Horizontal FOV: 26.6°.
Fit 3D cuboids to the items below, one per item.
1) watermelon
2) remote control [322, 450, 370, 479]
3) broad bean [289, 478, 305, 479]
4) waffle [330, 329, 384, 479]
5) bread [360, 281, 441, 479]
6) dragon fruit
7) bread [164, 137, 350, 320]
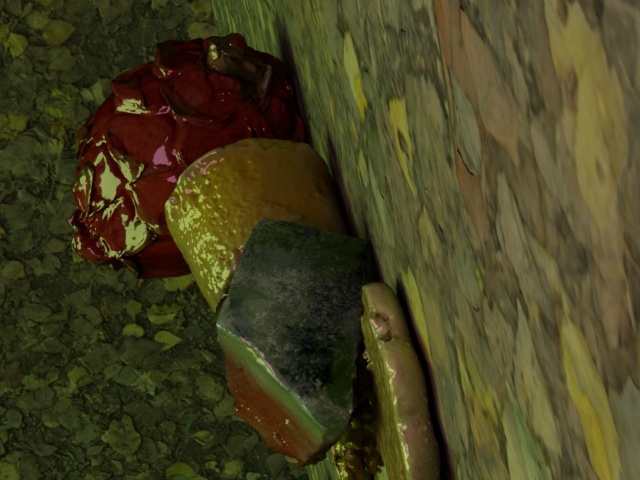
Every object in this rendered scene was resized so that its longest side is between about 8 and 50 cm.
[{"bbox_3d":[-0.026,0.127,1.339,0.256,0.140,0.192,94,-171,-60],"label":"watermelon"},{"bbox_3d":[0.037,0.310,1.918,0.277,0.056,0.102,91,165,-66],"label":"remote control"},{"bbox_3d":[0.019,0.431,1.914,0.228,0.100,0.169,55,159,25],"label":"broad bean"},{"bbox_3d":[0.032,0.172,1.535,0.193,0.070,0.197,-120,20,-74],"label":"waffle"},{"bbox_3d":[0.073,0.162,1.186,0.250,0.039,0.181,82,172,-48],"label":"bread"},{"bbox_3d":[-0.165,-0.103,1.707,0.342,0.278,0.277,-55,32,27],"label":"dragon fruit"},{"bbox_3d":[-0.060,-0.002,1.444,0.197,0.197,0.170,84,166,-54],"label":"bread"}]
